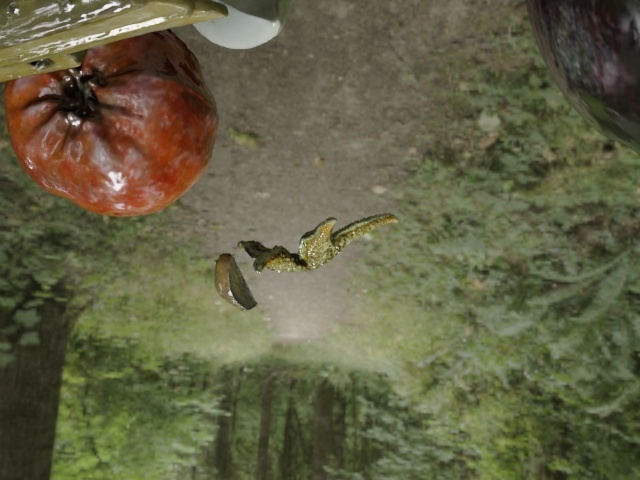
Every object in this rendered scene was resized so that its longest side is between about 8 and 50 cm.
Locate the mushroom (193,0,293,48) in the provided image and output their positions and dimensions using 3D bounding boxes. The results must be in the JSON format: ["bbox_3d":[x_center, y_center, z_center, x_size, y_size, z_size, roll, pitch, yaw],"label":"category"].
[{"bbox_3d":[-0.046,-0.423,1.155,0.177,0.397,0.126,26,144,12],"label":"mushroom"}]

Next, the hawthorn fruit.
[{"bbox_3d":[-0.224,-0.143,0.936,0.242,0.242,0.272,1,175,14],"label":"hawthorn fruit"}]

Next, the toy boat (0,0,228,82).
[{"bbox_3d":[-0.302,-0.193,0.711,0.445,0.136,0.162,-9,175,14],"label":"toy boat"}]

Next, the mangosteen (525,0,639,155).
[{"bbox_3d":[0.226,-0.104,0.347,0.275,0.302,0.275,-9,-155,4],"label":"mangosteen"}]

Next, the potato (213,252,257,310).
[{"bbox_3d":[-0.110,0.058,0.947,0.037,0.036,0.093,1,138,21],"label":"potato"}]

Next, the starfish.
[{"bbox_3d":[0.000,0.000,0.843,0.176,0.053,0.208,-20,-175,-4],"label":"starfish"}]
